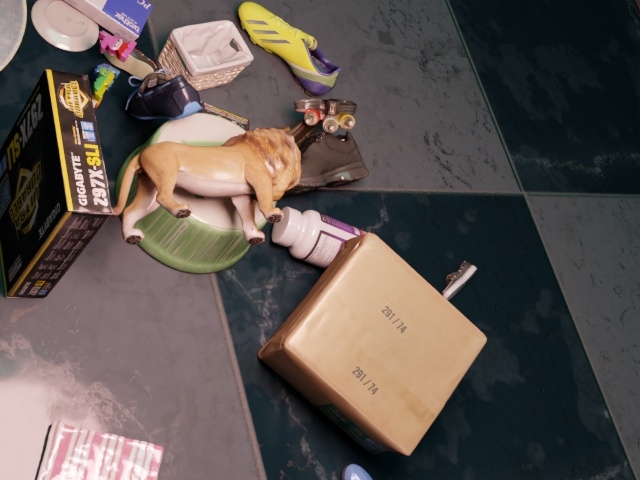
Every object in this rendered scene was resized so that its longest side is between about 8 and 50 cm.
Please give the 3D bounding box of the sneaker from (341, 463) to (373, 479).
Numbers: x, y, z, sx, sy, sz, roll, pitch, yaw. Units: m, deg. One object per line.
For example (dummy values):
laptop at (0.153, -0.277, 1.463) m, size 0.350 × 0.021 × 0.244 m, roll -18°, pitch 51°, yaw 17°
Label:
sneaker at (0.111, 0.510, 1.693) m, size 0.069 × 0.082 × 0.209 m, roll -12°, pitch 69°, yaw -37°

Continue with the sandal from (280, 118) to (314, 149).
sandal at (-0.078, -0.211, 2.007) m, size 0.060 × 0.090 × 0.219 m, roll 23°, pitch 44°, yaw 22°

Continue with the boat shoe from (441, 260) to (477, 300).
boat shoe at (0.316, 0.094, 2.117) m, size 0.040 × 0.049 × 0.142 m, roll 38°, pitch 44°, yaw 15°

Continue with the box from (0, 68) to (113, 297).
box at (-0.451, -0.085, 1.490) m, size 0.079 × 0.322 × 0.257 m, roll 3°, pitch 62°, yaw -35°

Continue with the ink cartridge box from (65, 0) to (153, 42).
ink cartridge box at (-0.461, -0.512, 1.902) m, size 0.207 × 0.046 × 0.097 m, roll 33°, pitch 56°, yaw -27°

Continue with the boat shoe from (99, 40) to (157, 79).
boat shoe at (-0.401, -0.381, 1.897) m, size 0.133 × 0.049 × 0.042 m, roll 35°, pitch 21°, yaw -5°

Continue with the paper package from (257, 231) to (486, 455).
paper package at (0.101, 0.205, 1.759) m, size 0.325 × 0.168 × 0.309 m, roll 42°, pitch 69°, yaw -7°

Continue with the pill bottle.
pill bottle at (0.000, 0.000, 1.903) m, size 0.194 × 0.108 × 0.108 m, roll 22°, pitch 53°, yaw -23°

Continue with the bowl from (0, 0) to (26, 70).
bowl at (-0.693, -0.424, 1.616) m, size 0.290 × 0.289 × 0.156 m, roll -8°, pitch 27°, yaw -38°

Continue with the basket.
basket at (-0.252, -0.396, 1.969) m, size 0.167 × 0.103 × 0.113 m, roll -23°, pitch 78°, yaw -41°

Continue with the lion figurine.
lion figurine at (-0.201, -0.116, 1.611) m, size 0.392 × 0.142 × 0.240 m, roll 5°, pitch 53°, yaw -28°

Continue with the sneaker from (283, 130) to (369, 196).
sneaker at (-0.016, -0.171, 1.983) m, size 0.286 × 0.109 × 0.130 m, roll -17°, pitch 92°, yaw -49°

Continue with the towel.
towel at (-0.357, 0.380, 1.475) m, size 0.197 × 0.029 × 0.144 m, roll 20°, pitch 53°, yaw -24°

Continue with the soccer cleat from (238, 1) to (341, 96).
soccer cleat at (-0.067, -0.467, 2.129) m, size 0.289 × 0.121 × 0.093 m, roll 44°, pitch 48°, yaw -4°

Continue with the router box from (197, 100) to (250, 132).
router box at (-0.213, -0.234, 1.942) m, size 0.123 × 0.038 × 0.092 m, roll 19°, pitch 55°, yaw -26°

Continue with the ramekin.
ramekin at (-0.231, -0.102, 1.773) m, size 0.304 × 0.148 × 0.303 m, roll 17°, pitch 55°, yaw -26°

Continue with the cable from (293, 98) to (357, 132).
cable at (0.014, -0.288, 2.068) m, size 0.140 × 0.072 × 0.287 m, roll 7°, pitch 10°, yaw 3°

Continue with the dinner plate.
dinner plate at (-0.524, -0.452, 1.871) m, size 0.141 × 0.017 × 0.141 m, roll 18°, pitch 55°, yaw -28°

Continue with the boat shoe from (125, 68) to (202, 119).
boat shoe at (-0.305, -0.292, 1.766) m, size 0.109 × 0.258 × 0.089 m, roll -33°, pitch 115°, yaw -32°

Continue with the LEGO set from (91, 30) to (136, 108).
LEGO set at (-0.464, -0.317, 1.788) m, size 0.093 × 0.087 × 0.227 m, roll 31°, pitch 56°, yaw -12°
